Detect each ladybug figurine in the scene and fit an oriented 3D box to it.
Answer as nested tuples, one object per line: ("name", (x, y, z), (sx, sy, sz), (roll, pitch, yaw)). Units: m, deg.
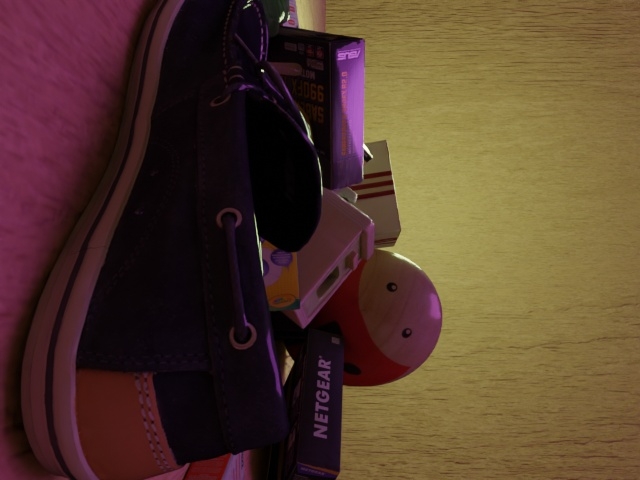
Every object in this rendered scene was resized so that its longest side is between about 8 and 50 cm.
("ladybug figurine", (0.060, 0.186, 1.366), (0.161, 0.449, 0.305), (-15, 80, -43))

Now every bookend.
("bookend", (-0.065, 0.119, 1.249), (0.156, 0.072, 0.157), (69, 22, -77))

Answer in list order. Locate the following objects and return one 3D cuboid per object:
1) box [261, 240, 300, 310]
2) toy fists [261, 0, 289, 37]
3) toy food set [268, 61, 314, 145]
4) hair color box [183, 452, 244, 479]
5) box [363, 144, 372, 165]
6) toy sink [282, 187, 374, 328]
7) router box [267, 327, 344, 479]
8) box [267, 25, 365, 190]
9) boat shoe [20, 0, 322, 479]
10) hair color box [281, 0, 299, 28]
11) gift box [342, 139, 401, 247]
("box", (-0.079, 0.029, 0.772), (0.043, 0.105, 0.179), (-95, -178, -51))
("toy fists", (-0.083, -0.371, 0.775), (0.142, 0.096, 0.279), (61, 28, -56))
("toy food set", (-0.078, -0.122, 0.778), (0.071, 0.128, 0.218), (-136, -142, -61))
("hair color box", (-0.119, 0.273, 0.687), (0.141, 0.043, 0.072), (-68, 158, -77))
("box", (-0.003, -0.102, 1.187), (0.058, 0.232, 0.087), (45, 12, -9))
("toy sink", (0.000, 0.000, 0.946), (0.234, 0.131, 0.153), (-50, 166, -13))
("router box", (-0.031, 0.366, 1.201), (0.309, 0.080, 0.243), (-85, -167, -51))
("box", (-0.034, -0.188, 0.834), (0.231, 0.056, 0.183), (31, -50, 47))
("boat shoe", (-0.075, -0.055, 0.500), (0.187, 0.155, 0.500), (84, 6, -47))
("hair color box", (-0.075, -0.378, 0.939), (0.093, 0.053, 0.167), (-46, 128, -70))
("gift box", (0.046, -0.073, 1.478), (0.255, 0.258, 0.277), (78, 5, -75))
